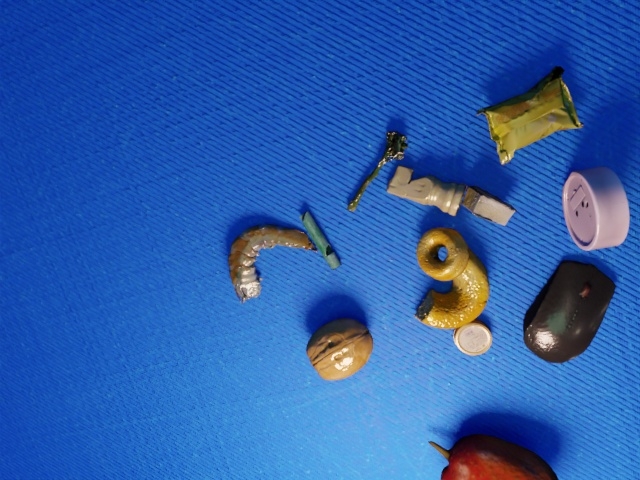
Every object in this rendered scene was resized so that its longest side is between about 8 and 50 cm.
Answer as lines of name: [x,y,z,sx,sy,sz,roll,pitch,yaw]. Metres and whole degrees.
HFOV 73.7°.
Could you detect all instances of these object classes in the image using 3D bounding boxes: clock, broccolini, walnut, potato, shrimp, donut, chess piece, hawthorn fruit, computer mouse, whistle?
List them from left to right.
shrimp: [-0.172,0.042,1.285,0.287,0.068,0.185,-37,98,5]
whistle: [0.000,0.000,1.250,0.039,0.039,0.186,-31,95,15]
walnut: [0.057,0.315,1.249,0.197,0.165,0.165,-31,96,22]
broccolini: [0.157,-0.187,1.190,0.058,0.071,0.254,19,116,-30]
chess piece: [0.283,-0.138,1.155,0.201,0.090,0.090,20,105,16]
donut: [0.321,0.033,1.147,0.152,0.058,0.151,-16,67,42]
donut: [0.394,0.153,1.192,0.152,0.101,0.258,27,102,-3]
hawthorn fruit: [0.475,0.688,1.219,0.369,0.285,0.284,23,106,25]
potato: [0.442,-0.089,1.120,0.122,0.086,0.061,20,114,-18]
computer mouse: [0.669,0.200,1.153,0.168,0.087,0.295,24,103,7]
clock: [0.661,-0.077,1.036,0.068,0.197,0.196,-9,101,11]

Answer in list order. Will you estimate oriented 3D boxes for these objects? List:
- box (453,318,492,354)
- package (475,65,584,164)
box: [0.440,0.279,1.236,0.106,0.037,0.105,2,102,10]
package: [0.520,-0.309,1.065,0.226,0.090,0.168,-25,94,11]
